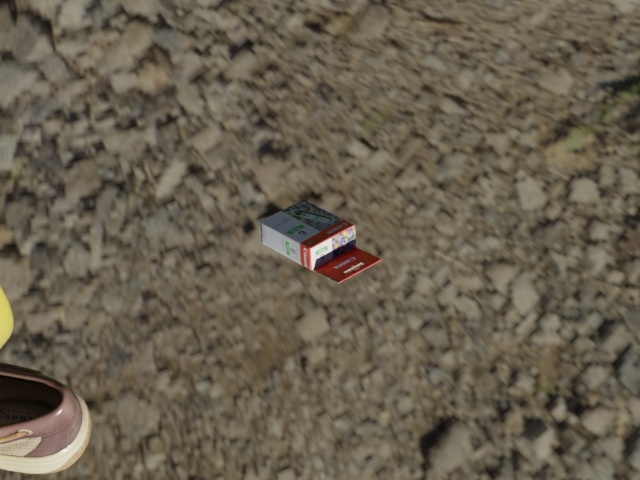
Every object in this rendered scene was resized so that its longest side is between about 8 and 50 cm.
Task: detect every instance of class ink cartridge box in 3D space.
[{"bbox_3d":[0.000,0.000,1.817,0.063,0.115,0.029,-28,129,-34],"label":"ink cartridge box"}]

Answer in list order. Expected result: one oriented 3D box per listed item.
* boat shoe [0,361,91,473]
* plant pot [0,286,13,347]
[{"bbox_3d":[-0.394,0.152,1.723,0.342,0.123,0.123,7,68,5],"label":"boat shoe"},{"bbox_3d":[-0.414,0.077,1.428,0.254,0.254,0.239,46,65,-16],"label":"plant pot"}]
